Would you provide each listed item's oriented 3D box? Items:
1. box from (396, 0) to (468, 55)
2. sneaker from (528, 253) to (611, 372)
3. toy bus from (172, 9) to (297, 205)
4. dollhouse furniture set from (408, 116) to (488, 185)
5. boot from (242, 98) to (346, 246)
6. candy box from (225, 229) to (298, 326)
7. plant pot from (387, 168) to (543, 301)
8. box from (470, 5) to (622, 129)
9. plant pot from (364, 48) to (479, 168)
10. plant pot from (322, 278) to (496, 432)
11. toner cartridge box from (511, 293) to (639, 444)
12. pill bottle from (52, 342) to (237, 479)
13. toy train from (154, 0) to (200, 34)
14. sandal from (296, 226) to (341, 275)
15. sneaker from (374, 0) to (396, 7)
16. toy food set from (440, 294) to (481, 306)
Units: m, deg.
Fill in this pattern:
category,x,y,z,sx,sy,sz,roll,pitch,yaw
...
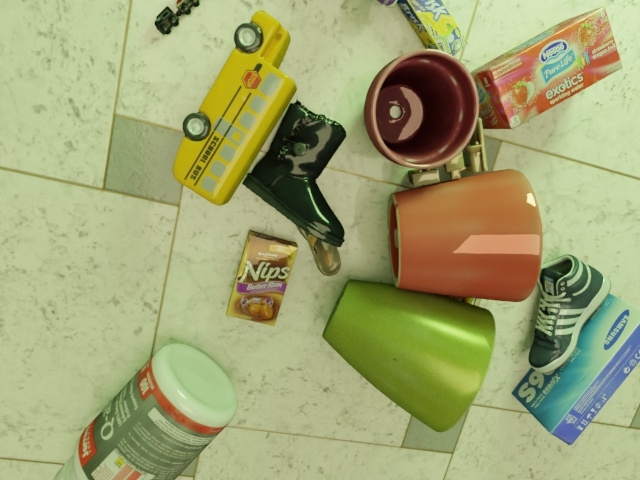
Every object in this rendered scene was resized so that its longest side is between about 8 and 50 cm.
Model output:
category,x,y,z,sx,sy,sz,roll,pitch,yaw
box,0.214,-0.437,0.868,0.059,0.054,0.169,-40,106,2
sneaker,0.550,0.165,1.047,0.153,0.099,0.282,34,90,-20
toy bus,-0.151,-0.239,0.823,0.130,0.108,0.333,33,98,-4
dollhouse furniture set,0.252,-0.191,0.904,0.151,0.144,0.123,-10,101,9
boot,-0.008,-0.132,0.866,0.246,0.094,0.207,37,99,9
candy box,-0.126,0.081,0.949,0.109,0.053,0.187,15,100,-11
plant pot,0.267,-0.006,0.890,0.243,0.275,0.275,-2,105,3
box,0.441,-0.339,0.891,0.257,0.122,0.128,-29,106,-1
plant pot,0.170,-0.244,0.844,0.201,0.180,0.201,-2,104,-8
plant pot,0.162,0.208,0.937,0.293,0.275,0.275,25,100,2
toner cartridge box,0.630,0.294,1.060,0.075,0.165,0.348,32,97,-15
pill bottle,-0.363,0.409,0.914,0.210,0.210,0.363,42,94,-16
toy train,-0.244,-0.444,0.812,0.158,0.027,0.036,-42,95,4
sandal,0.000,0.000,0.948,0.072,0.049,0.180,-23,106,-2
sneaker,0.127,-0.473,0.717,0.068,0.071,0.170,15,104,-13
toy food set,0.300,0.121,1.030,0.192,0.038,0.132,6,103,-10
